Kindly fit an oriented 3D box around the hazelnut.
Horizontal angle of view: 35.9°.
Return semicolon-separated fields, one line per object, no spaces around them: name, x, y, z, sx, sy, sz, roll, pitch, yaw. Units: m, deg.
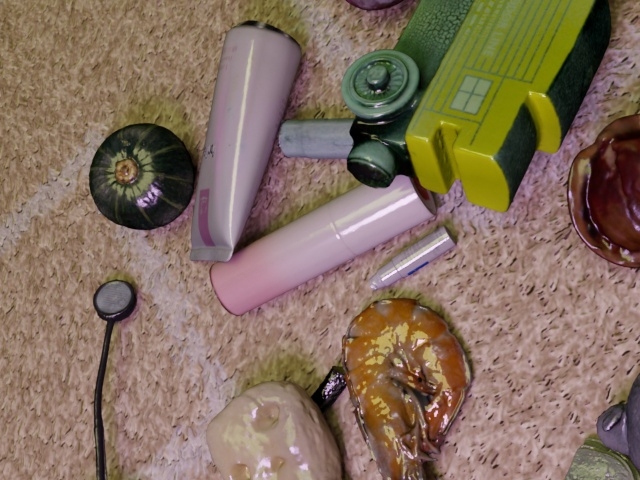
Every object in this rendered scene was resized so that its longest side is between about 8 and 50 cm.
hazelnut;0.391;-0.058;1.154;0.201;0.160;0.170;-37;65;8

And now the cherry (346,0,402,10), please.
cherry;0.082;-0.421;1.424;0.176;0.140;0.176;6;104;25

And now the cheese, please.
cheese;-0.048;0.318;1.301;0.159;0.093;0.263;-24;80;14

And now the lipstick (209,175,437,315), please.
lipstick;0.000;0.000;1.381;0.326;0.087;0.087;-27;66;19

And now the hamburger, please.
hamburger;0.328;0.297;1.156;0.084;0.054;0.121;16;77;31

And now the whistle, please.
whistle;0.087;-0.144;1.390;0.312;0.062;0.062;3;78;28

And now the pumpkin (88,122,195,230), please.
pumpkin;-0.273;-0.098;1.527;0.167;0.125;0.167;-6;76;26

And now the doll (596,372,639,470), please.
doll;0.472;0.241;1.034;0.340;0.158;0.246;43;110;26

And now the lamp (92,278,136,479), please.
lamp;-0.325;0.249;1.503;0.130;0.108;0.371;-11;60;3

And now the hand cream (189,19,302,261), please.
hand cream;-0.125;-0.142;1.465;0.185;0.118;0.359;-1;73;63

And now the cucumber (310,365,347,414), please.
cucumber;-0.001;0.222;1.356;0.034;0.033;0.135;36;100;1

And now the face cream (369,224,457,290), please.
face cream;0.123;0.027;1.341;0.130;0.034;0.034;-34;64;15

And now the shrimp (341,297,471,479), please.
shrimp;0.125;0.221;1.277;0.164;0.062;0.317;-20;68;16

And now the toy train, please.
toy train;0.209;-0.235;1.247;0.272;0.179;0.442;19;69;25
